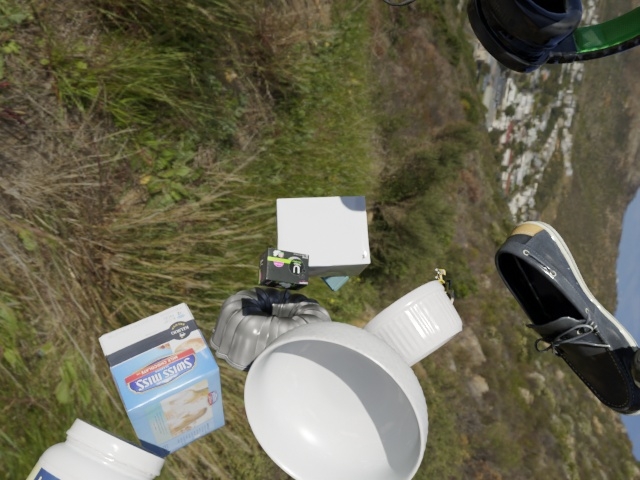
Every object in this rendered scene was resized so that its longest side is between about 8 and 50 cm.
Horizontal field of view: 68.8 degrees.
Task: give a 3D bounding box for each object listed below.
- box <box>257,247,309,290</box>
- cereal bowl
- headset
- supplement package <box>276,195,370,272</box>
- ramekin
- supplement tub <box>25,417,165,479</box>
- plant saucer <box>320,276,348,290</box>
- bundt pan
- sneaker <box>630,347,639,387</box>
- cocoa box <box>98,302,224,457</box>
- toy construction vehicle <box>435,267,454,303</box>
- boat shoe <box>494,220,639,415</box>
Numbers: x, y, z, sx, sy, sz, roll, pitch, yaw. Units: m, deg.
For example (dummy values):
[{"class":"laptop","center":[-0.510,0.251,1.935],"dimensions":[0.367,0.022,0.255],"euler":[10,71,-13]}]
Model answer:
[{"class":"box","center":[-0.069,0.055,0.875],"dimensions":[0.083,0.052,0.062],"euler":[11,67,-25]},{"class":"cereal bowl","center":[0.035,0.293,0.862],"dimensions":[0.141,0.338,0.340],"euler":[-43,137,-61]},{"class":"headset","center":[0.248,-0.333,0.535],"dimensions":[0.243,0.393,0.186],"euler":[89,2,-67]},{"class":"supplement package","center":[0.000,0.000,1.061],"dimensions":[0.203,0.193,0.150],"euler":[104,-16,-78]},{"class":"ramekin","center":[0.190,0.185,0.957],"dimensions":[0.207,0.109,0.207],"euler":[-29,159,-13]},{"class":"supplement tub","center":[-0.464,0.533,0.876],"dimensions":[0.325,0.235,0.236],"euler":[-65,151,-28]},{"class":"plant saucer","center":[0.030,0.098,1.423],"dimensions":[0.067,0.192,0.018],"euler":[-45,115,-2]},{"class":"bundt pan","center":[-0.112,0.216,1.204],"dimensions":[0.330,0.330,0.124],"euler":[-15,120,-62]},{"class":"sneaker","center":[0.819,0.347,0.925],"dimensions":[0.169,0.446,0.258],"euler":[-114,-152,-76]},{"class":"cocoa box","center":[-0.408,0.388,1.253],"dimensions":[0.231,0.228,0.347],"euler":[-21,143,-25]},{"class":"toy construction vehicle","center":[0.359,0.138,1.348],"dimensions":[0.086,0.035,0.098],"euler":[36,54,-52]},{"class":"boat shoe","center":[0.579,0.193,1.107],"dimensions":[0.155,0.187,0.501],"euler":[-25,82,-28]}]
